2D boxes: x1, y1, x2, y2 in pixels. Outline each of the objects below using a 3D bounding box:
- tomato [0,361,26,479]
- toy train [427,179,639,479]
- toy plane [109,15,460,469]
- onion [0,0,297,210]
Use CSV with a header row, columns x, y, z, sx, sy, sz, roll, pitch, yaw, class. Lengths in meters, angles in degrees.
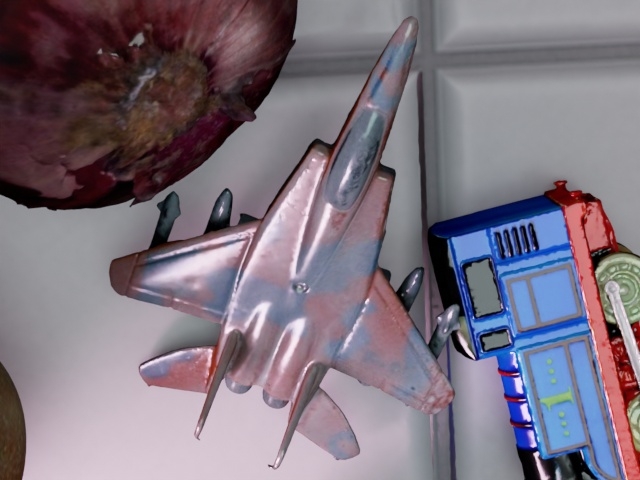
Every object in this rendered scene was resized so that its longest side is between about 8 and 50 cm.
x,y,z,sx,sy,sz,roll,pitch,yaw,class
-0.311,0.103,1.069,0.239,0.303,0.303,-45,99,-11,tomato
0.149,0.071,1.167,0.131,0.083,0.204,-15,98,-1,toy train
0.001,-0.004,1.100,0.223,0.104,0.326,22,122,-1,toy plane
-0.138,-0.141,1.066,0.252,0.219,0.252,-24,135,-26,onion
